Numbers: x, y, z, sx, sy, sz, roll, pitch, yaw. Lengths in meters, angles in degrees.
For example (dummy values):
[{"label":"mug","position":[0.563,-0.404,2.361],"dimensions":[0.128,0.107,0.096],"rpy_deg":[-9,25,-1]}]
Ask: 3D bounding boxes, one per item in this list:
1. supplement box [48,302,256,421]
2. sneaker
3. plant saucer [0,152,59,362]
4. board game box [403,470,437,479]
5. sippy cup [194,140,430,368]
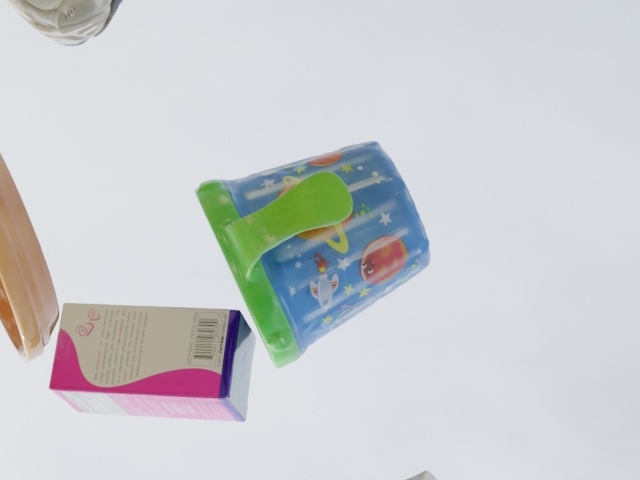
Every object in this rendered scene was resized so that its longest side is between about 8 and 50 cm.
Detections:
[{"label":"supplement box","position":[-0.199,0.146,1.637],"dimensions":[0.220,0.114,0.111],"rpy_deg":[3,-112,10]},{"label":"sneaker","position":[-0.236,-0.221,1.002],"dimensions":[0.262,0.121,0.099],"rpy_deg":[22,-94,45]},{"label":"plant saucer","position":[-0.241,-0.007,1.018],"dimensions":[0.037,0.200,0.200],"rpy_deg":[-22,-135,-18]},{"label":"board game box","position":[0.073,0.364,1.149],"dimensions":[0.318,0.318,0.066],"rpy_deg":[-32,-165,43]},{"label":"sippy cup","position":[0.000,0.000,1.597],"dimensions":[0.224,0.240,0.305],"rpy_deg":[-24,-158,-5]}]
